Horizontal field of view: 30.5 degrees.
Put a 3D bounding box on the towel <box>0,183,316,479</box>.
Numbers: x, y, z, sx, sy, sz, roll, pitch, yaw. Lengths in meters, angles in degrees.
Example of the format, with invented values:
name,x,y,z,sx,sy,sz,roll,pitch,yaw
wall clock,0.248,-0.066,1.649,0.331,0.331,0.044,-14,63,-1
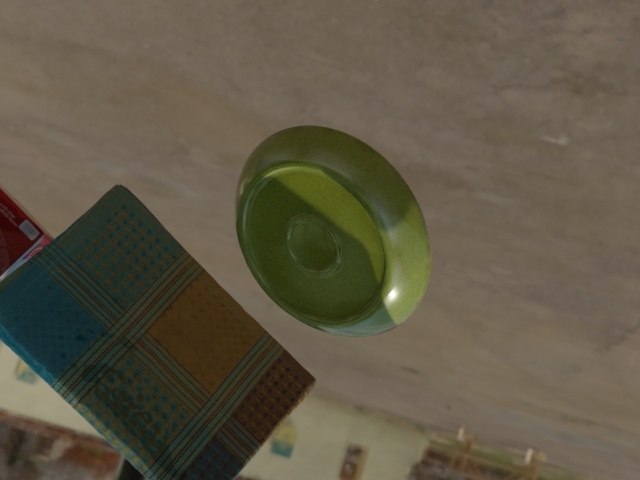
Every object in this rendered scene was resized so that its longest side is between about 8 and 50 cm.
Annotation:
name,x,y,z,sx,sy,sz,roll,pitch,yaw
towel,-0.208,0.133,1.464,0.370,0.271,0.040,45,141,-1

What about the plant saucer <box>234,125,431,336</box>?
name,x,y,z,sx,sy,sz,roll,pitch,yaw
plant saucer,0.000,0.000,1.223,0.241,0.241,0.037,11,-151,31

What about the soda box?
name,x,y,z,sx,sy,sz,roll,pitch,yaw
soda box,-0.463,-0.055,1.563,0.263,0.083,0.092,43,174,15
